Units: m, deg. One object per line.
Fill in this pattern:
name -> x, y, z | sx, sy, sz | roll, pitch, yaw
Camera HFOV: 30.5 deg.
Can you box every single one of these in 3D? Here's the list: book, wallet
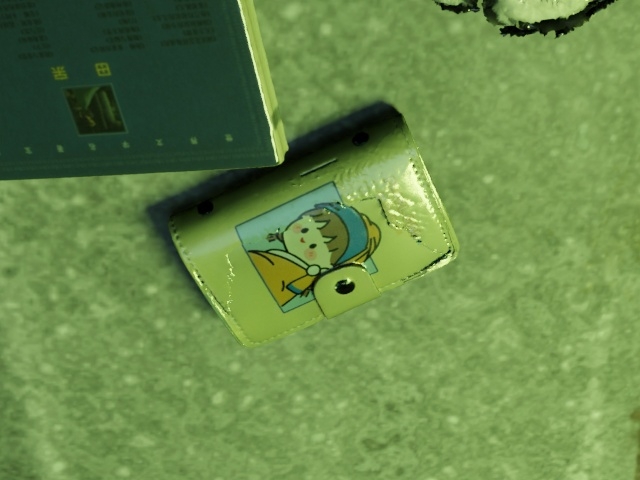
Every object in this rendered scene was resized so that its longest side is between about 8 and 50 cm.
book -> -0.133, -0.145, 0.562 | 0.191, 0.025, 0.269 | -2, 128, 16
wallet -> 0.000, 0.000, 0.719 | 0.155, 0.039, 0.110 | -24, 125, 7

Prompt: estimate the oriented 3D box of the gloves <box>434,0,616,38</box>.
gloves -> 0.119, -0.163, 0.607 | 0.153, 0.070, 0.114 | -22, 135, 21
